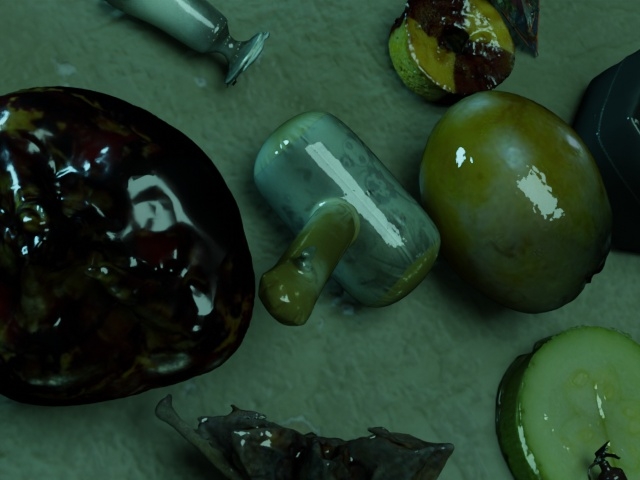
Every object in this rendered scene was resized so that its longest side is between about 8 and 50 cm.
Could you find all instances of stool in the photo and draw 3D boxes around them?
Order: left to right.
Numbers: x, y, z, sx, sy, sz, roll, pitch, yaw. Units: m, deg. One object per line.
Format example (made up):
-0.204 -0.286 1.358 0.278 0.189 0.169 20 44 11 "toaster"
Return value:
0.387 -0.099 1.696 0.232 0.141 0.232 10 66 -23 "stool"

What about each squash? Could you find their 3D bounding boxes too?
0.281 0.192 1.586 0.219 0.041 0.219 10 67 -24 "squash"

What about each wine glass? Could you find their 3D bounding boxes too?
-0.130 -0.219 1.517 0.155 0.072 0.072 35 59 -12 "wine glass"

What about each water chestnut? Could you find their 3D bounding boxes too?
-0.187 0.001 1.297 0.289 0.244 0.289 12 65 -26 "water chestnut"

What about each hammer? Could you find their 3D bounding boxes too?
0.000 0.000 1.409 0.202 0.113 0.305 45 24 -3 "hammer"

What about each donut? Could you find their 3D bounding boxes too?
0.136 -0.206 1.656 0.140 0.059 0.140 11 66 -25 "donut"

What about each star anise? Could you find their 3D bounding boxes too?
-0.016 0.189 1.348 0.262 0.230 0.081 8 91 -3 "star anise"

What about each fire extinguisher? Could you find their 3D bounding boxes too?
0.298 0.278 1.533 0.049 0.035 0.173 -26 95 4 "fire extinguisher"

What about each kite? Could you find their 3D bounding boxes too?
0.219 -0.279 1.724 0.190 0.010 0.159 -39 113 -57 "kite"

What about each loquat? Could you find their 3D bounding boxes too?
0.191 -0.037 1.551 0.179 0.179 0.227 -10 66 -30 "loquat"
